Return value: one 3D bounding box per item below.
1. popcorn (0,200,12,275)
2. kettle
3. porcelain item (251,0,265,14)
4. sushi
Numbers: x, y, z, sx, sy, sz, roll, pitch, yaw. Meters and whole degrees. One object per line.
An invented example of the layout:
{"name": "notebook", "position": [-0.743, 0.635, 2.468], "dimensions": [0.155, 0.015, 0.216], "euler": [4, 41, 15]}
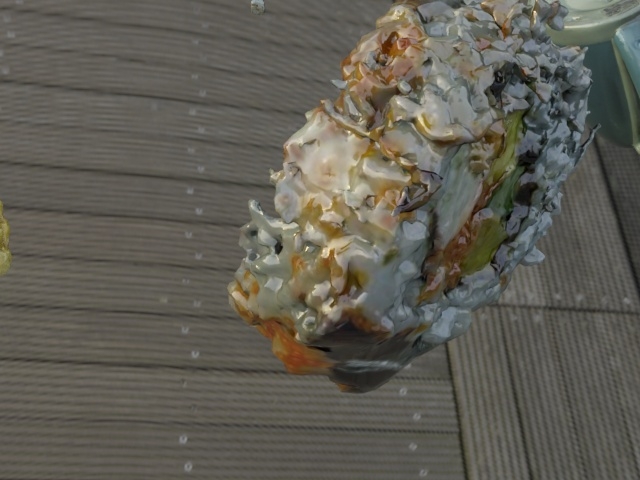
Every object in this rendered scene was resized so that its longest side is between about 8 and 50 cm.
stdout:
{"name": "popcorn", "position": [-0.600, -0.026, 1.377], "dimensions": [0.253, 0.190, 0.191], "euler": [5, 88, 0]}
{"name": "kettle", "position": [0.531, -0.284, 1.533], "dimensions": [0.247, 0.342, 0.319], "euler": [-21, 36, 14]}
{"name": "porcelain item", "position": [-0.077, -0.364, 1.170], "dimensions": [0.021, 0.136, 0.075], "euler": [6, 68, -4]}
{"name": "sushi", "position": [0.096, -0.052, 0.828], "dimensions": [0.176, 0.417, 0.417], "euler": [36, 54, 27]}
